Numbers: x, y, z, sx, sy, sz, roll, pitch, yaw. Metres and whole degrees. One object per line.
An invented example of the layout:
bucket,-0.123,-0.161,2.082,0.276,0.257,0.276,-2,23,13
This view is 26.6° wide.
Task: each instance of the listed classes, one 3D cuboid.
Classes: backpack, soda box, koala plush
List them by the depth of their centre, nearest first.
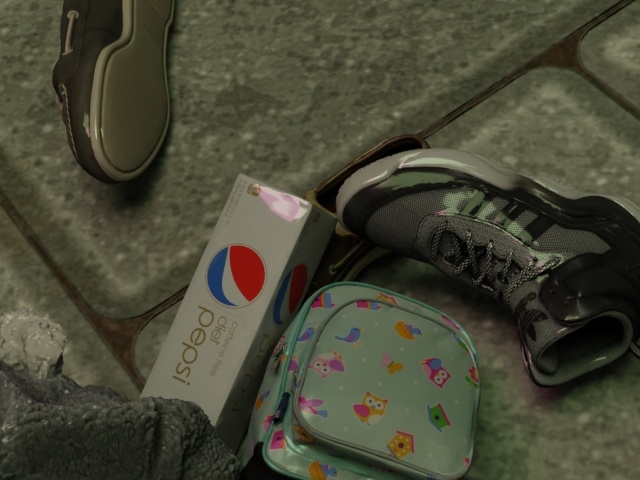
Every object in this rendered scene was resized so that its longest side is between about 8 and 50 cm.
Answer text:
koala plush,-0.192,0.161,0.979,0.203,0.196,0.221,-6,17,-36
backpack,0.036,0.120,0.996,0.166,0.144,0.188,18,44,-6
soda box,-0.066,0.062,1.054,0.069,0.074,0.216,22,88,19

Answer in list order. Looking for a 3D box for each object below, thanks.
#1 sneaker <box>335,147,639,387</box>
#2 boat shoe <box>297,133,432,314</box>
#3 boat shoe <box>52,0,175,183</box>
sneaker,0.142,0.022,1.037,0.268,0.101,0.153,11,44,-5
boat shoe,-0.005,-0.005,1.136,0.257,0.095,0.095,-38,55,-17
boat shoe,-0.208,-0.169,1.307,0.095,0.112,0.335,-18,44,21
